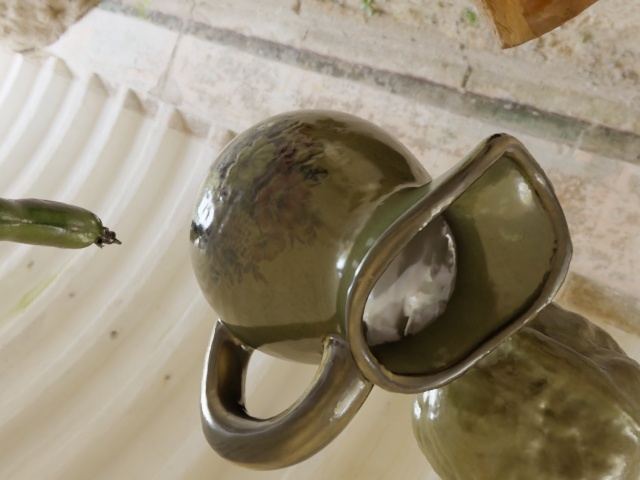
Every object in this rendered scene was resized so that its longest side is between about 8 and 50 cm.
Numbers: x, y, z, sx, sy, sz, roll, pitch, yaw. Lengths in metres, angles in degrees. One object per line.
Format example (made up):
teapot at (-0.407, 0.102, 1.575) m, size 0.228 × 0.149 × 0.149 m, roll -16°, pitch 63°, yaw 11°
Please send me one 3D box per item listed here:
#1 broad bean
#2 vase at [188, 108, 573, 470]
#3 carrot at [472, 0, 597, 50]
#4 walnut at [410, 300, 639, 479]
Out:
broad bean at (-0.377, -0.024, 0.761) m, size 0.077 × 0.062 × 0.339 m, roll 15°, pitch -174°, yaw 34°
vase at (0.007, 0.047, 0.567) m, size 0.241 × 0.329 × 0.302 m, roll 39°, pitch 169°, yaw -37°
carrot at (0.194, -0.344, 0.647) m, size 0.254 × 0.196 × 0.196 m, roll 49°, pitch 179°, yaw -14°
walnut at (0.266, 0.213, 0.805) m, size 0.276 × 0.282 × 0.253 m, roll 39°, pitch 172°, yaw 18°
